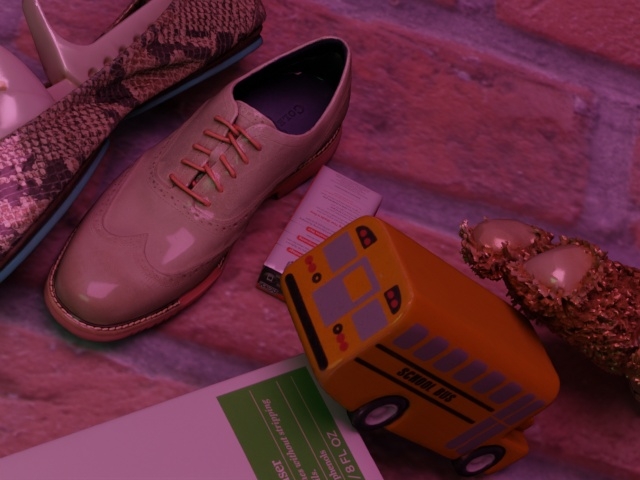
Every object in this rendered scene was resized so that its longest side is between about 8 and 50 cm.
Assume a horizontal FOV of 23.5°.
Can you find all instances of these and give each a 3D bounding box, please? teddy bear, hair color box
[{"bbox_3d":[0.266,0.077,1.430,0.245,0.338,0.113,25,89,39],"label":"teddy bear"},{"bbox_3d":[0.000,0.000,1.501,0.072,0.043,0.141,28,53,4],"label":"hair color box"}]

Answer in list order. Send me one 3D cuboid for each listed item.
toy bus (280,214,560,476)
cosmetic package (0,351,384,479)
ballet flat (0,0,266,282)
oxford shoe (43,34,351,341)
[{"bbox_3d":[0.096,0.099,1.303,0.333,0.130,0.108,31,28,-51],"label":"toy bus"},{"bbox_3d":[-0.138,0.251,1.229,0.365,0.155,0.197,-18,65,-27],"label":"cosmetic package"},{"bbox_3d":[-0.238,-0.148,1.448,0.483,0.164,0.182,-47,116,-36],"label":"ballet flat"},{"bbox_3d":[-0.111,-0.066,1.449,0.140,0.146,0.397,36,56,8],"label":"oxford shoe"}]
